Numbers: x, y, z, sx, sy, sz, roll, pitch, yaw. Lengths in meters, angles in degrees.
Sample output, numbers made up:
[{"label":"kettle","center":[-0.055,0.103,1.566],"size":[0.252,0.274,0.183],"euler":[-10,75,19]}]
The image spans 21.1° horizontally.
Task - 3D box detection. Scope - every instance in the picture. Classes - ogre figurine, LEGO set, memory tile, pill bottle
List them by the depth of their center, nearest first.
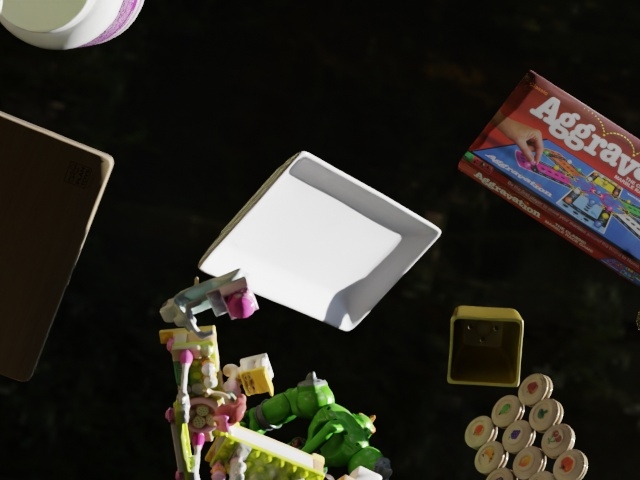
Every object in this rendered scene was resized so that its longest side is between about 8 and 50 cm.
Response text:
[{"label":"LEGO set","center":[-0.054,0.169,1.406],"size":[0.287,0.132,0.107],"euler":[59,13,-25]},{"label":"memory tile","center":[0.205,0.211,1.737],"size":[0.113,0.012,0.148],"euler":[-40,-141,17]},{"label":"ogre figurine","center":[0.003,0.226,1.785],"size":[0.118,0.097,0.197],"euler":[-52,-134,28]},{"label":"pill bottle","center":[-0.309,-0.315,2.074],"size":[0.301,0.169,0.169],"euler":[-79,-176,-82]}]

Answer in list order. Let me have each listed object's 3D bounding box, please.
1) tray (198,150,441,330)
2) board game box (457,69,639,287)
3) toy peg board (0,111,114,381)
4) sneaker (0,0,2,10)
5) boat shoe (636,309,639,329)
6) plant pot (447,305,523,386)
[{"label":"tray","center":[0.000,0.000,1.630],"size":[0.145,0.270,0.030],"euler":[-48,-124,11]},{"label":"board game box","center":[0.299,-0.053,1.807],"size":[0.145,0.281,0.027],"euler":[-51,170,-29]},{"label":"toy peg board","center":[-0.237,-0.015,1.151],"size":[0.079,0.160,0.161],"euler":[-95,-153,-80]},{"label":"sneaker","center":[-0.369,-0.263,1.650],"size":[0.145,0.147,0.385],"euler":[23,67,-67]},{"label":"boat shoe","center":[0.297,0.009,1.143],"size":[0.302,0.113,0.103],"euler":[116,-4,-73]},{"label":"plant pot","center":[0.187,0.113,1.961],"size":[0.083,0.081,0.081],"euler":[-75,168,-74]}]
